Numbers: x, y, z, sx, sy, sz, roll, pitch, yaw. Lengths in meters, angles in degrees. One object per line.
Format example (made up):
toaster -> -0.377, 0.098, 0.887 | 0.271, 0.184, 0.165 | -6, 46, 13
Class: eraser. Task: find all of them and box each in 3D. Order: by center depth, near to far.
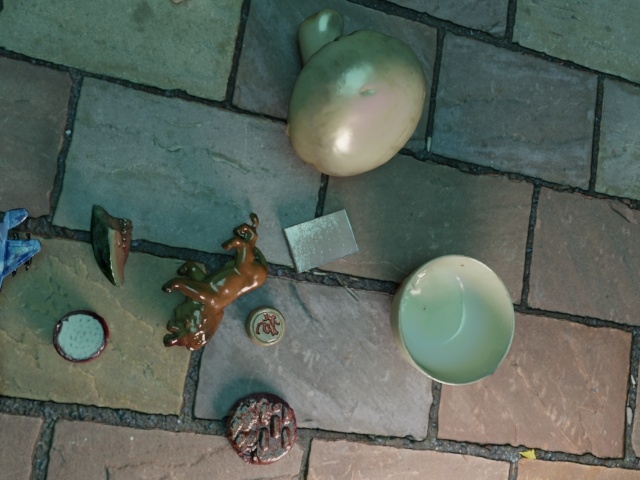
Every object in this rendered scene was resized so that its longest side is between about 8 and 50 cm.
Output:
eraser -> 0.000, 0.000, 1.408 | 0.151, 0.023, 0.103 | -19, 91, -19

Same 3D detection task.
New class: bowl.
bowl -> 0.268, 0.171, 1.413 | 0.277, 0.145, 0.276 | 2, 85, -19

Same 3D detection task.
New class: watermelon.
watermelon -> -0.405, 0.014, 1.256 | 0.080, 0.101, 0.154 | 8, 92, -28

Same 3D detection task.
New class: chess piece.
chess piece -> -0.114, 0.178, 1.347 | 0.084, 0.038, 0.083 | 2, 83, -19

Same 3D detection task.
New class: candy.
candy -> -0.457, 0.183, 1.235 | 0.103, 0.043, 0.103 | 2, 84, -18

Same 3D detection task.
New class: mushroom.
mushroom -> 0.082, -0.307, 1.328 | 0.316, 0.315, 0.355 | 17, 79, -15

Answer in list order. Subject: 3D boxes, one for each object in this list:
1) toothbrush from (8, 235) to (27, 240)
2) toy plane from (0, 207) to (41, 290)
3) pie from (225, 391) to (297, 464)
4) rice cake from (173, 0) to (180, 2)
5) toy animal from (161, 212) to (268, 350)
toothbrush -> -0.690, -0.018, 1.192 | 0.295, 0.026, 0.028 | 13, 96, -16
toy plane -> -0.603, 0.058, 1.178 | 0.170, 0.078, 0.246 | 5, 102, -14
pie -> -0.120, 0.387, 1.326 | 0.155, 0.036, 0.154 | 2, 84, -16
rice cake -> -0.221, -0.579, 1.384 | 0.245, 0.045, 0.042 | -37, 99, -18
toy animal -> -0.204, 0.093, 1.309 | 0.312, 0.097, 0.157 | -37, 108, -20
